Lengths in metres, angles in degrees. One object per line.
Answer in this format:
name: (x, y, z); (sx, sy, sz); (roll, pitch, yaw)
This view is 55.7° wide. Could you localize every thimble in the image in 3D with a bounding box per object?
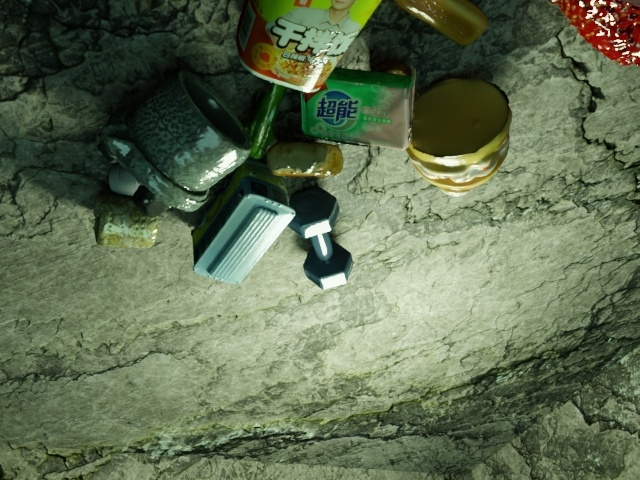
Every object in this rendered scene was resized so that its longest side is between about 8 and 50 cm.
thimble: (-0.509, -0.051, 1.572); (0.144, 0.190, 0.137); (3, 95, -27)

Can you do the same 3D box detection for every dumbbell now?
dumbbell: (0.000, 0.000, 1.772); (0.144, 0.156, 0.316); (6, 141, 21)

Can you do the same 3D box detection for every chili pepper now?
chili pepper: (-0.135, -0.303, 1.461); (0.084, 0.099, 0.253); (18, 128, -18)

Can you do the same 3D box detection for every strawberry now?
strawberry: (0.667, -0.544, 1.353); (0.344, 0.292, 0.292); (20, 131, 0)

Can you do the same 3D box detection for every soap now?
soap: (0.092, -0.318, 1.421); (0.274, 0.098, 0.217); (13, 124, 19)

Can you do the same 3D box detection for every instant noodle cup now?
instant noodle cup: (-0.026, -0.485, 1.209); (0.294, 0.293, 0.308); (11, 138, -25)

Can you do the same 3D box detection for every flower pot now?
flower pot: (-0.345, -0.215, 1.364); (0.283, 0.299, 0.299); (-37, 132, 16)

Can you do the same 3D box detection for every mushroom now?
mushroom: (0.173, -0.378, 1.476); (0.127, 0.087, 0.127); (-5, 138, -5)

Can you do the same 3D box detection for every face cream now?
face cream: (-0.476, -0.155, 1.526); (0.095, 0.091, 0.091); (0, 135, -4)

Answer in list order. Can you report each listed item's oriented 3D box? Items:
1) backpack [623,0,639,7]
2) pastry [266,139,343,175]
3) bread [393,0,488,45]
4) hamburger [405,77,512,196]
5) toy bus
backpack: (0.576, -0.603, 1.090); (0.284, 0.197, 0.317); (20, 119, 3)
pastry: (-0.036, -0.206, 1.528); (0.193, 0.182, 0.093); (-3, 98, -48)
bread: (0.268, -0.527, 1.359); (0.239, 0.073, 0.093); (21, 142, -30)
hamburger: (0.348, -0.249, 1.544); (0.277, 0.276, 0.236); (-20, 148, 5)
toy bus: (-0.216, -0.050, 1.629); (0.152, 0.190, 0.312); (21, 126, -30)
